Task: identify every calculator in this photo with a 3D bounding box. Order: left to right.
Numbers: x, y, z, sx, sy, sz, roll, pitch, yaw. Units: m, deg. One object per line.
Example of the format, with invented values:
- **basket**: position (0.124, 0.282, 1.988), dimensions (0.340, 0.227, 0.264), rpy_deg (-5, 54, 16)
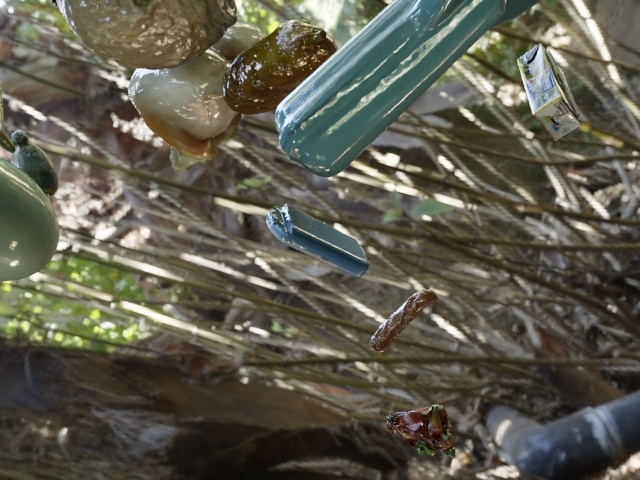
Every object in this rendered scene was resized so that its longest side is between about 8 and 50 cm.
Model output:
- **calculator**: position (0.000, 0.000, 1.382), dimensions (0.039, 0.210, 0.121), rpy_deg (-57, 21, 18)

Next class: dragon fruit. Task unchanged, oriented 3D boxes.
- **dragon fruit**: position (0.228, 0.422, 1.764), dimensions (0.175, 0.138, 0.142), rpy_deg (54, 148, 41)

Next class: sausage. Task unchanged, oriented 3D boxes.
- **sausage**: position (0.154, 0.146, 1.463), dimensions (0.158, 0.042, 0.036), rpy_deg (-43, 24, 2)

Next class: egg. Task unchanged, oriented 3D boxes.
- **egg**: position (-0.669, -0.058, 1.531), dimensions (0.371, 0.230, 0.230), rpy_deg (49, -130, -49)
- **egg**: position (-0.256, -0.383, 1.175), dimensions (0.310, 0.279, 0.279), rpy_deg (-57, -13, -62)

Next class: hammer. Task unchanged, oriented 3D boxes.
- **hammer**: position (-0.657, -0.263, 1.633), dimensions (0.060, 0.028, 0.195), rpy_deg (55, -168, -51)

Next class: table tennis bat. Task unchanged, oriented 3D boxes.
- **table tennis bat**: position (0.074, -0.113, 0.300), dimensions (0.237, 0.038, 0.149), rpy_deg (-42, -11, 11)

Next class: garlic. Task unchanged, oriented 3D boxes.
- **garlic**: position (-0.209, -0.280, 1.447), dimensions (0.249, 0.286, 0.313), rpy_deg (64, 160, 15)

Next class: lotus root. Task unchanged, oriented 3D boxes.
- **lotus root**: position (-0.620, -0.156, 1.694), dimensions (0.165, 0.088, 0.088), rpy_deg (64, 175, 4)

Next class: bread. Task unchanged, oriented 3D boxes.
- **bread**: position (-0.055, -0.248, 1.106), dimensions (0.344, 0.124, 0.084), rpy_deg (171, 88, -69)

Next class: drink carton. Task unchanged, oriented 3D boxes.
- **drink carton**: position (0.364, -0.239, 1.251), dimensions (0.056, 0.071, 0.166), rpy_deg (-30, 36, 28)
